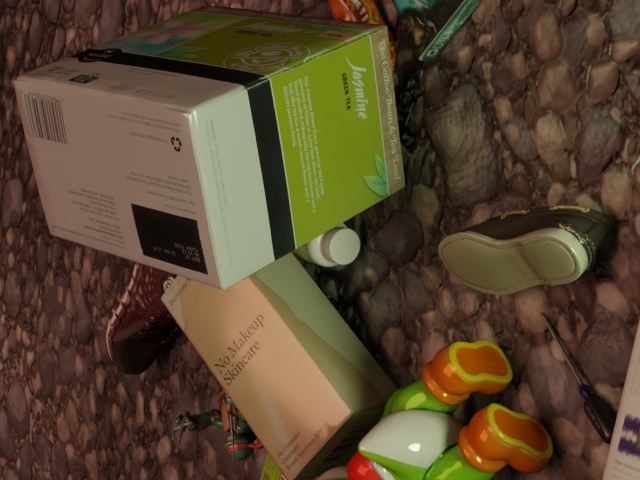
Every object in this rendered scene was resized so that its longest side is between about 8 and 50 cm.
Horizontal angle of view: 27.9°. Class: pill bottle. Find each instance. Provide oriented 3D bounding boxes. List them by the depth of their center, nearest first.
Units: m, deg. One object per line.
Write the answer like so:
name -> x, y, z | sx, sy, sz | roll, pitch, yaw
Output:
pill bottle -> 0.000, 0.000, 1.694 | 0.116, 0.065, 0.065 | 15, 103, 55

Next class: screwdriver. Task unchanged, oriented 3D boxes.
screwdriver -> 0.266, 0.141, 1.341 | 0.025, 0.024, 0.170 | 82, 167, -46

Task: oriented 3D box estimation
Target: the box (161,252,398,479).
box -> -0.051, 0.137, 1.638 | 0.311, 0.121, 0.148 | 50, 118, 25

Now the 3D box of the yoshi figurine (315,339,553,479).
yoshi figurine -> 0.111, 0.283, 1.483 | 0.203, 0.203, 0.362 | 42, 119, -2

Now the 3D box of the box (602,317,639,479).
box -> 0.362, 0.150, 1.110 | 0.232, 0.059, 0.321 | 16, 94, 57

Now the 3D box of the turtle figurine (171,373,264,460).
turtle figurine -> -0.135, 0.231, 1.854 | 0.175, 0.118, 0.234 | -37, 46, 39

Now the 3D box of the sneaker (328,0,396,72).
sneaker -> 0.054, -0.258, 1.632 | 0.067, 0.064, 0.175 | 108, 153, -62

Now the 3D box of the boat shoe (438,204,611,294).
boat shoe -> 0.215, 0.007, 1.373 | 0.228, 0.069, 0.081 | -4, 122, 58

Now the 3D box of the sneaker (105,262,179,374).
sneaker -> -0.250, 0.125, 2.037 | 0.162, 0.106, 0.281 | 44, 125, 44

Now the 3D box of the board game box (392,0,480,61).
board game box -> 0.149, -0.317, 1.503 | 0.186, 0.026, 0.126 | -51, 49, 43

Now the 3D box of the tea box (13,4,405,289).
tea box -> -0.129, -0.130, 1.560 | 0.329, 0.324, 0.219 | 15, 122, 41

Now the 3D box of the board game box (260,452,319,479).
board game box -> -0.026, 0.276, 1.753 | 0.092, 0.043, 0.181 | 38, 122, 49
